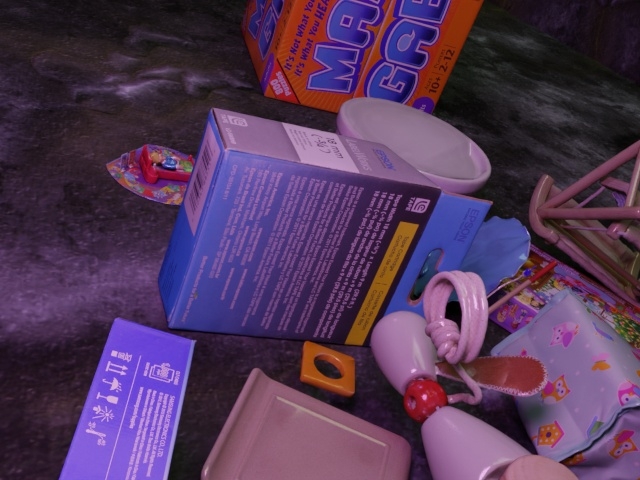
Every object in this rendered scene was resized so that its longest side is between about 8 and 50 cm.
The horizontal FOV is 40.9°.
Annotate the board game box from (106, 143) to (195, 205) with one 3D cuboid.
[{"bbox_3d":[-0.226,-0.111,1.266,0.133,0.033,0.169,29,30,11],"label":"board game box"}]

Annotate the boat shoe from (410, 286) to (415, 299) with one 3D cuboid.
[{"bbox_3d":[0.054,0.009,1.215,0.073,0.080,0.223,6,38,-37],"label":"boat shoe"}]

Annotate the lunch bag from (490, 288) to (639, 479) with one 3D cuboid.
[{"bbox_3d":[0.356,0.216,1.004,0.262,0.160,0.223,37,20,-23],"label":"lunch bag"}]

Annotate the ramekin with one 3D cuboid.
[{"bbox_3d":[0.138,-0.120,1.437,0.273,0.127,0.272,17,29,-10],"label":"ramekin"}]

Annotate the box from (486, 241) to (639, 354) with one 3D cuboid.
[{"bbox_3d":[0.383,0.117,1.285,0.293,0.057,0.201,34,32,19],"label":"box"}]

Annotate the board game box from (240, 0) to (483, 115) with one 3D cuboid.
[{"bbox_3d":[0.075,-0.490,1.766,0.357,0.356,0.356,10,32,-21],"label":"board game box"}]

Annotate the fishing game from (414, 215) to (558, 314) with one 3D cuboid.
[{"bbox_3d":[0.216,0.035,1.231,0.041,0.189,0.264,58,-6,-27],"label":"fishing game"}]

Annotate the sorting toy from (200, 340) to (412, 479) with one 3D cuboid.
[{"bbox_3d":[-0.009,0.228,0.847,0.196,0.047,0.347,28,30,0],"label":"sorting toy"}]

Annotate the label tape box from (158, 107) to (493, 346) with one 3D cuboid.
[{"bbox_3d":[0.000,0.000,1.031,0.334,0.240,0.106,9,30,-24],"label":"label tape box"}]

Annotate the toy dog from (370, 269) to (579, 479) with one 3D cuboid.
[{"bbox_3d":[0.178,0.204,0.862,0.161,0.220,0.333,5,59,-28],"label":"toy dog"}]

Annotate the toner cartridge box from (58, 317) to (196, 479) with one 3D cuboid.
[{"bbox_3d":[-0.167,0.226,0.618,0.075,0.165,0.347,17,30,-10],"label":"toner cartridge box"}]

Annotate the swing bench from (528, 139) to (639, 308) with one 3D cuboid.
[{"bbox_3d":[0.494,-0.004,1.342,0.253,0.255,0.165,35,61,-18],"label":"swing bench"}]
